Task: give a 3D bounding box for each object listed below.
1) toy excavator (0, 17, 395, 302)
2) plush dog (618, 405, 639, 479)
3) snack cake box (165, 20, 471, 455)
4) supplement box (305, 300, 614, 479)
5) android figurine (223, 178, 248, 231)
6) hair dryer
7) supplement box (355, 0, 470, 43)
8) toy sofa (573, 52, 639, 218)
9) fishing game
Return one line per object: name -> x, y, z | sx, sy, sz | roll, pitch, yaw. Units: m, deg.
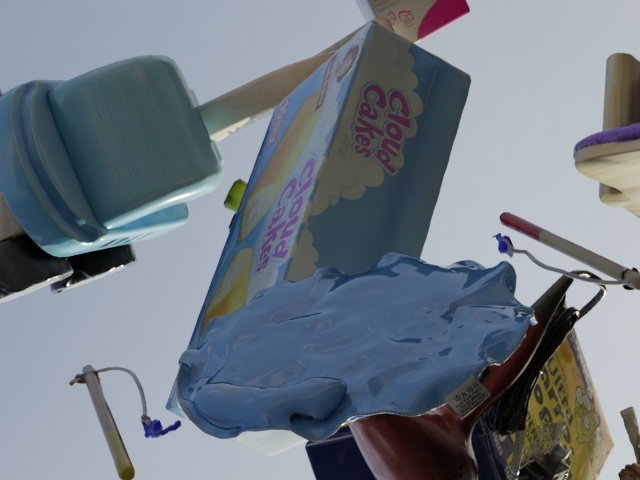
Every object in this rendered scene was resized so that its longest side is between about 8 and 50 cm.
toy excavator -> -0.149, -0.117, 1.450 | 0.222, 0.445, 0.433 | 69, -159, 2
plush dog -> 0.388, 0.216, 1.095 | 0.211, 0.225, 0.262 | 52, -150, -39
snack cake box -> 0.000, 0.000, 0.895 | 0.089, 0.152, 0.264 | 28, -121, -16
supplement box -> 0.163, 0.220, 1.399 | 0.356, 0.195, 0.194 | -33, -75, -63
android figurine -> 0.008, 0.014, 1.659 | 0.056, 0.272, 0.248 | -60, -12, -19
hair dryer -> 0.121, 0.133, 1.115 | 0.293, 0.080, 0.224 | -7, -71, -44
supplement box -> 0.078, -0.355, 1.611 | 0.111, 0.114, 0.220 | -29, -72, -1
toy sofa -> 0.384, -0.129, 1.039 | 0.177, 0.362, 0.150 | 28, -121, -35
fishing game -> 0.019, 0.054, 0.638 | 0.264, 0.189, 0.041 | -20, -70, -16
